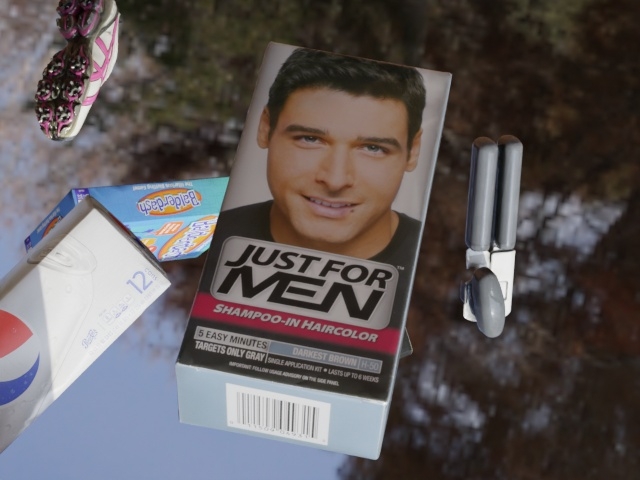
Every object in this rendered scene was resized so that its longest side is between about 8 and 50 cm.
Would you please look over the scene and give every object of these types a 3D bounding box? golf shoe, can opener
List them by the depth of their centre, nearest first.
[{"bbox_3d":[-0.254,-0.187,1.654,0.067,0.186,0.086,2,160,29],"label":"golf shoe"},{"bbox_3d":[0.250,-0.003,2.134,0.076,0.283,0.095,-5,-156,-16],"label":"can opener"}]

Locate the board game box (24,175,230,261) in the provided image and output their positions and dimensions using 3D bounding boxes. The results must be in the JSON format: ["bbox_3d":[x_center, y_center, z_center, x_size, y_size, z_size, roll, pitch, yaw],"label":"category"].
[{"bbox_3d":[-0.201,-0.017,1.677,0.210,0.047,0.160,-7,164,-32],"label":"board game box"}]

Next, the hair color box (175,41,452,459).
[{"bbox_3d":[0.000,0.000,1.406,0.185,0.114,0.374,10,-125,4],"label":"hair color box"}]

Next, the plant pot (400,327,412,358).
[{"bbox_3d":[-0.020,0.099,2.035,0.167,0.187,0.188,-26,-165,-36],"label":"plant pot"}]

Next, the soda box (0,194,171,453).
[{"bbox_3d":[-0.256,0.096,1.234,0.091,0.286,0.098,46,178,-15],"label":"soda box"}]
